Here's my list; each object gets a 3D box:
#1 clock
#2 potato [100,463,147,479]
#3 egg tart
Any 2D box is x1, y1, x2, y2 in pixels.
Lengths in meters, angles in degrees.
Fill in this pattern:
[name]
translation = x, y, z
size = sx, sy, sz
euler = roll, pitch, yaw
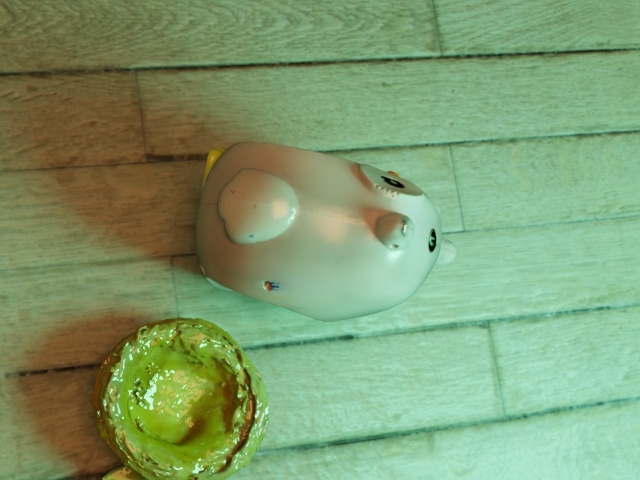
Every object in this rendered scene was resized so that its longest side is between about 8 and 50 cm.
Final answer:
[clock]
translation = 0.000, 0.000, 1.922
size = 0.377, 0.368, 0.250
euler = 9, 83, 25
[potato]
translation = -0.323, 0.444, 1.897
size = 0.119, 0.054, 0.198
euler = 13, 69, -13
[egg tart]
translation = -0.223, 0.261, 1.935
size = 0.288, 0.118, 0.288
euler = 4, 74, -15
